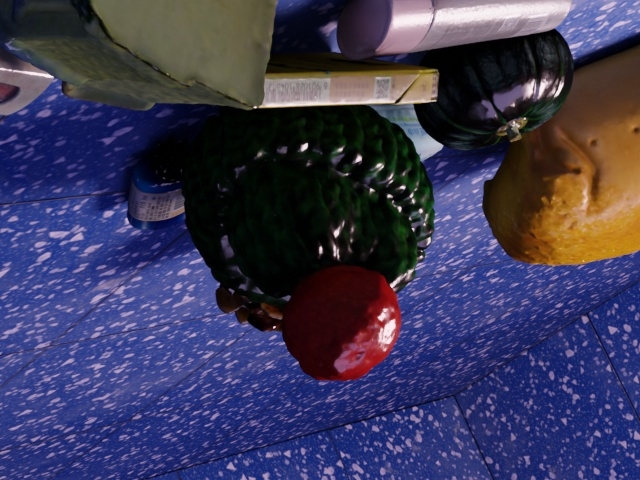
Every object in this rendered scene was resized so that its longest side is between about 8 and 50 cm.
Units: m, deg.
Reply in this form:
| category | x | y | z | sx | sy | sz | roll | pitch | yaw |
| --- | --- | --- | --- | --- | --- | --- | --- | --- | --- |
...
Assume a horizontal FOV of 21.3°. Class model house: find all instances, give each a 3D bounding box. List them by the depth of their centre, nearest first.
| category | x | y | z | sx | sy | sz | roll | pitch | yaw |
| --- | --- | --- | --- | --- | --- | --- | --- | --- | --- |
| model house | -0.166 | -0.206 | 1.336 | 0.189 | 0.195 | 0.214 | -6 | 164 | 38 |

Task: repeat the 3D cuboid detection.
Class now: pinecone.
| category | x | y | z | sx | sy | sz | roll | pitch | yaw |
| --- | --- | --- | --- | --- | --- | --- | --- | --- | --- |
| pinecone | -0.042 | 0.031 | 2.203 | 0.179 | 0.184 | 0.204 | 4 | -170 | -22 |

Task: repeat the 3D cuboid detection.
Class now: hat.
| category | x | y | z | sx | sy | sz | roll | pitch | yaw |
| --- | --- | --- | --- | --- | --- | --- | --- | --- | --- |
| hat | 0.000 | 0.000 | 1.783 | 0.274 | 0.332 | 0.242 | 0 | 128 | -11 |

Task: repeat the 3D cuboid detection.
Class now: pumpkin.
| category | x | y | z | sx | sy | sz | roll | pitch | yaw |
| --- | --- | --- | --- | --- | --- | --- | --- | --- | --- |
| pumpkin | 0.203 | -0.181 | 1.991 | 0.202 | 0.140 | 0.202 | -20 | 164 | -6 |

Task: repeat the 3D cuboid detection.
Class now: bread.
| category | x | y | z | sx | sy | sz | roll | pitch | yaw |
| --- | --- | --- | --- | --- | --- | --- | --- | --- | --- |
| bread | 0.420 | -0.100 | 2.394 | 0.394 | 0.250 | 0.361 | -21 | 164 | -8 |

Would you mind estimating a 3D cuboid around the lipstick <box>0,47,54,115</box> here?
| category | x | y | z | sx | sy | sz | roll | pitch | yaw |
| --- | --- | --- | --- | --- | --- | --- | --- | --- | --- |
| lipstick | -0.326 | -0.155 | 1.358 | 0.079 | 0.077 | 0.253 | -32 | 162 | 26 |

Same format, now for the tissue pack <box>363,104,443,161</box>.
| category | x | y | z | sx | sy | sz | roll | pitch | yaw |
| --- | --- | --- | --- | --- | --- | --- | --- | --- | --- |
| tissue pack | 0.009 | -0.100 | 2.061 | 0.177 | 0.089 | 0.263 | -38 | 161 | 35 |

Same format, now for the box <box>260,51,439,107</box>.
| category | x | y | z | sx | sy | sz | roll | pitch | yaw |
| --- | --- | --- | --- | --- | --- | --- | --- | --- | --- |
| box | -0.025 | -0.164 | 1.722 | 0.153 | 0.041 | 0.279 | 13 | -167 | 41 |

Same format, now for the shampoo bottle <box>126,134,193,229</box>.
| category | x | y | z | sx | sy | sz | roll | pitch | yaw |
| --- | --- | --- | --- | --- | --- | --- | --- | --- | --- |
| shampoo bottle | -0.177 | -0.066 | 1.952 | 0.087 | 0.050 | 0.183 | -18 | 164 | -16 |

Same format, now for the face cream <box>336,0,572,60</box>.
| category | x | y | z | sx | sy | sz | roll | pitch | yaw |
| --- | --- | --- | --- | --- | --- | --- | --- | --- | --- |
| face cream | 0.147 | -0.245 | 1.806 | 0.269 | 0.073 | 0.107 | -14 | 162 | -36 |
